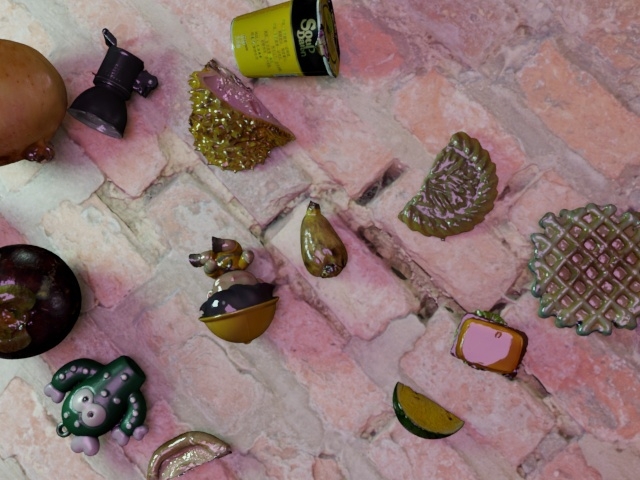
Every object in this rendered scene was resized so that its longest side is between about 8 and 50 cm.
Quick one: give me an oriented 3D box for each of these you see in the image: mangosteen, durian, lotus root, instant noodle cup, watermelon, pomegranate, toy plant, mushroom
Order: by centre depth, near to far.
[{"bbox_3d":[0.237,0.412,1.533,0.181,0.075,0.092,33,85,9],"label":"watermelon"},{"bbox_3d":[-0.708,0.147,1.545,0.288,0.288,0.288,-1,85,5],"label":"mangosteen"},{"bbox_3d":[-0.767,-0.310,1.576,0.338,0.338,0.338,-1,85,5],"label":"pomegranate"},{"bbox_3d":[-0.320,0.510,1.578,0.210,0.072,0.094,-26,85,-1],"label":"mushroom"},{"bbox_3d":[0.000,0.000,1.590,0.108,0.094,0.190,-12,74,-19],"label":"lotus root"},{"bbox_3d":[-0.535,0.391,1.590,0.243,0.112,0.232,-17,78,-2],"label":"toy plant"},{"bbox_3d":[-0.083,-0.481,1.594,0.236,0.215,0.215,-6,84,13],"label":"instant noodle cup"},{"bbox_3d":[-0.236,-0.277,1.636,0.305,0.185,0.195,41,113,-1],"label":"durian"}]

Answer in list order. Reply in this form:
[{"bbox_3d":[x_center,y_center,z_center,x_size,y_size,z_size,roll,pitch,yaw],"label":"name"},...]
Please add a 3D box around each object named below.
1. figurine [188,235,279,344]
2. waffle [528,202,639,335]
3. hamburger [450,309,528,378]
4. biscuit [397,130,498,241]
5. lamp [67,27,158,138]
[{"bbox_3d":[-0.201,0.119,1.562,0.192,0.167,0.256,-21,60,7],"label":"figurine"},{"bbox_3d":[0.633,0.067,1.536,0.292,0.056,0.309,-4,84,5],"label":"waffle"},{"bbox_3d":[0.392,0.237,1.528,0.166,0.087,0.137,21,86,6],"label":"hamburger"},{"bbox_3d":[0.330,-0.118,1.592,0.187,0.036,0.273,31,88,7],"label":"biscuit"},{"bbox_3d":[-0.511,-0.388,1.659,0.172,0.147,0.227,24,80,-6],"label":"lamp"}]
